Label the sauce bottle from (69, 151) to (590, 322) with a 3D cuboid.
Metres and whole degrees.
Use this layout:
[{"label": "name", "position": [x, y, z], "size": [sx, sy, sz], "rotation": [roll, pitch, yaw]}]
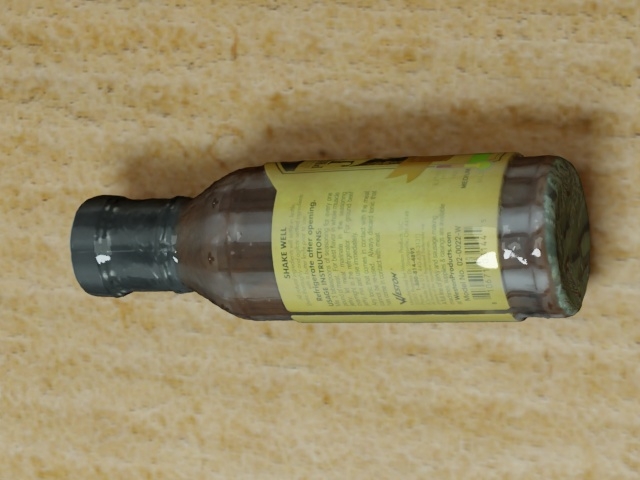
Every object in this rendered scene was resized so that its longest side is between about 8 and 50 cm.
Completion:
[{"label": "sauce bottle", "position": [0.000, 0.000, 1.281], "size": [0.344, 0.111, 0.111], "rotation": [0, 87, 20]}]
